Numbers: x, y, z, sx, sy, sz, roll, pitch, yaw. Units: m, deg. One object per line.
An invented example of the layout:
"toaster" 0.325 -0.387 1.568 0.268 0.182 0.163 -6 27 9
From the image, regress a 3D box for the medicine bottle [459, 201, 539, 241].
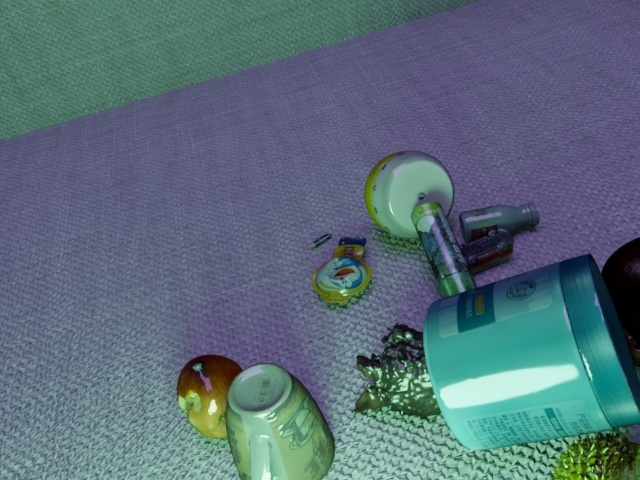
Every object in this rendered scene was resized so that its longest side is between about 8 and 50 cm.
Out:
"medicine bottle" 0.520 -0.058 1.882 0.216 0.091 0.090 -11 38 3

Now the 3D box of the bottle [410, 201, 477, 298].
"bottle" 0.337 0.051 1.726 0.093 0.093 0.330 -16 59 -2

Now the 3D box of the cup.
"cup" -0.109 0.422 1.364 0.227 0.257 0.301 -9 40 11

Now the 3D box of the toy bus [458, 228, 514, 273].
"toy bus" 0.453 0.036 1.797 0.174 0.077 0.079 -21 39 -8

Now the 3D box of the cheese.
"cheese" 0.068 0.082 1.871 0.176 0.069 0.270 0 40 18

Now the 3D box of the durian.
"durian" 0.520 0.455 1.166 0.236 0.200 0.176 -22 12 -28

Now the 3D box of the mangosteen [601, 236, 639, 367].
"mangosteen" 0.744 0.127 1.425 0.293 0.297 0.297 -9 38 11

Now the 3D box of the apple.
"apple" -0.251 0.374 1.538 0.199 0.199 0.199 -9 38 7

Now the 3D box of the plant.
"plant" 0.192 0.298 1.477 0.233 0.204 0.178 5 31 18

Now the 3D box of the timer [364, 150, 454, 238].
"timer" 0.247 -0.144 1.965 0.284 0.285 0.285 -9 38 7

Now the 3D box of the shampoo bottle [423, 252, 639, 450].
"shampoo bottle" 0.424 0.234 1.302 0.342 0.331 0.331 -21 34 26

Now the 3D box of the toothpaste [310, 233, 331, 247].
"toothpaste" 0.000 0.000 2.036 0.083 0.019 0.027 -35 25 -29
